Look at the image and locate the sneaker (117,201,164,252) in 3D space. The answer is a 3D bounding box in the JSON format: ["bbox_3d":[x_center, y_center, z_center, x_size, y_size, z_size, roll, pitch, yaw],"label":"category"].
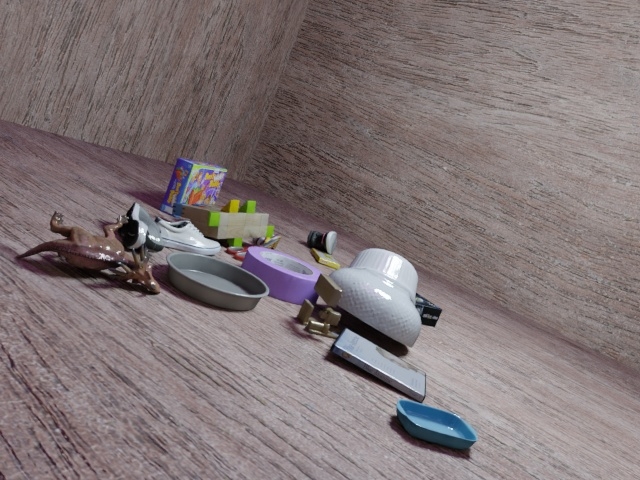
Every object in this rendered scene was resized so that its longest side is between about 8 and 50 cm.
[{"bbox_3d":[-0.543,-0.032,1.625,0.108,0.100,0.271,28,10,-34],"label":"sneaker"}]

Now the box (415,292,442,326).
[{"bbox_3d":[0.363,0.258,2.112,0.148,0.077,0.180,16,10,-31],"label":"box"}]

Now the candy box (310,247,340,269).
[{"bbox_3d":[0.021,0.084,2.517,0.105,0.027,0.206,19,8,-14],"label":"candy box"}]

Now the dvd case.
[{"bbox_3d":[0.153,0.310,1.363,0.253,0.022,0.180,28,10,8],"label":"dvd case"}]

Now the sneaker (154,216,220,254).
[{"bbox_3d":[-0.433,-0.014,1.754,0.258,0.091,0.094,14,12,-44],"label":"sneaker"}]

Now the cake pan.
[{"bbox_3d":[-0.286,0.111,1.464,0.294,0.054,0.293,22,8,-3],"label":"cake pan"}]

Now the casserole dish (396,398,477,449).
[{"bbox_3d":[0.238,0.387,1.116,0.189,0.036,0.114,19,9,-15],"label":"casserole dish"}]

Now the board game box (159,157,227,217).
[{"bbox_3d":[-0.544,-0.225,2.325,0.078,0.233,0.347,23,9,10],"label":"board game box"}]

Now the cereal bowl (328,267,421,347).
[{"bbox_3d":[0.169,0.182,1.647,0.339,0.141,0.339,30,-2,1],"label":"cereal bowl"}]

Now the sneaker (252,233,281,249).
[{"bbox_3d":[-0.230,-0.005,2.297,0.084,0.069,0.185,29,8,8],"label":"sneaker"}]

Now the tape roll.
[{"bbox_3d":[-0.124,0.113,1.752,0.275,0.090,0.275,21,9,-4],"label":"tape roll"}]

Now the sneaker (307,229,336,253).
[{"bbox_3d":[0.000,0.000,2.660,0.147,0.104,0.295,19,-9,5],"label":"sneaker"}]

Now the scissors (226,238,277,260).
[{"bbox_3d":[-0.228,0.034,2.022,0.109,0.021,0.297,21,19,34],"label":"scissors"}]

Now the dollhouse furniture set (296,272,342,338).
[{"bbox_3d":[0.037,0.188,1.478,0.123,0.151,0.144,19,11,-25],"label":"dollhouse furniture set"}]

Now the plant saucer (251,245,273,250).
[{"bbox_3d":[-0.195,0.065,2.079,0.169,0.029,0.168,20,9,-3],"label":"plant saucer"}]

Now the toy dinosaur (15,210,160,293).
[{"bbox_3d":[-0.508,0.030,1.212,0.296,0.127,0.200,6,24,-43],"label":"toy dinosaur"}]

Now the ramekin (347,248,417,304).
[{"bbox_3d":[0.215,0.139,1.878,0.273,0.127,0.272,19,-28,11],"label":"ramekin"}]

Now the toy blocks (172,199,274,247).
[{"bbox_3d":[-0.396,-0.081,2.090,0.261,0.190,0.382,13,8,31],"label":"toy blocks"}]
